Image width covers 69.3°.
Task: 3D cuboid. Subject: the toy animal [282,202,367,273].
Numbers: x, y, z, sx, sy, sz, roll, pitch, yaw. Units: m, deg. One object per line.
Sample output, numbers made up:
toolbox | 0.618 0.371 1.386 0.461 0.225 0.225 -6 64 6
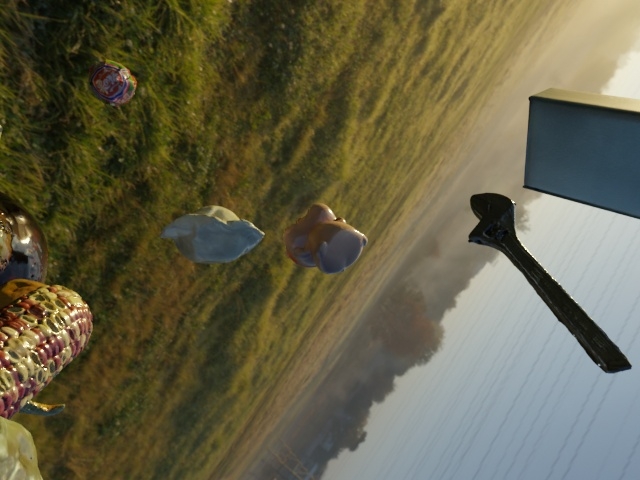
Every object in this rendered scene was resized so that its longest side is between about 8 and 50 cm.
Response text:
toy animal | 0.000 0.000 1.170 0.171 0.198 0.171 -12 110 -37

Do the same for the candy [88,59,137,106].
candy | -0.598 -0.457 1.390 0.124 0.124 0.365 -55 -164 4

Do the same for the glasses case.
glasses case | 0.290 -0.051 0.332 0.056 0.266 0.105 -49 142 -23

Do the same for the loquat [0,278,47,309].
loquat | -0.481 0.127 0.768 0.113 0.137 0.137 -78 -167 -56

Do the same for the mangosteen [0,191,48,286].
mangosteen | -0.771 0.067 0.920 0.381 0.381 0.421 -55 -164 6

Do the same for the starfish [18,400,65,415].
starfish | -0.570 0.191 0.622 0.347 0.358 0.078 110 -7 -81

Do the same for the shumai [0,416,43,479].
shumai | -0.301 0.120 0.239 0.261 0.222 0.225 -8 163 -34

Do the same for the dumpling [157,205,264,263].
dumpling | -0.258 -0.013 1.086 0.162 0.250 0.132 71 20 -73

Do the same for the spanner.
spanner | 0.303 0.044 0.651 0.093 0.325 0.026 -30 141 3

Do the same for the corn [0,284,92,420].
corn | -0.334 0.143 0.442 0.098 0.098 0.290 -60 -179 27

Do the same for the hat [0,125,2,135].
hat | -0.999 -0.324 1.160 0.258 0.168 0.301 -13 160 -4
